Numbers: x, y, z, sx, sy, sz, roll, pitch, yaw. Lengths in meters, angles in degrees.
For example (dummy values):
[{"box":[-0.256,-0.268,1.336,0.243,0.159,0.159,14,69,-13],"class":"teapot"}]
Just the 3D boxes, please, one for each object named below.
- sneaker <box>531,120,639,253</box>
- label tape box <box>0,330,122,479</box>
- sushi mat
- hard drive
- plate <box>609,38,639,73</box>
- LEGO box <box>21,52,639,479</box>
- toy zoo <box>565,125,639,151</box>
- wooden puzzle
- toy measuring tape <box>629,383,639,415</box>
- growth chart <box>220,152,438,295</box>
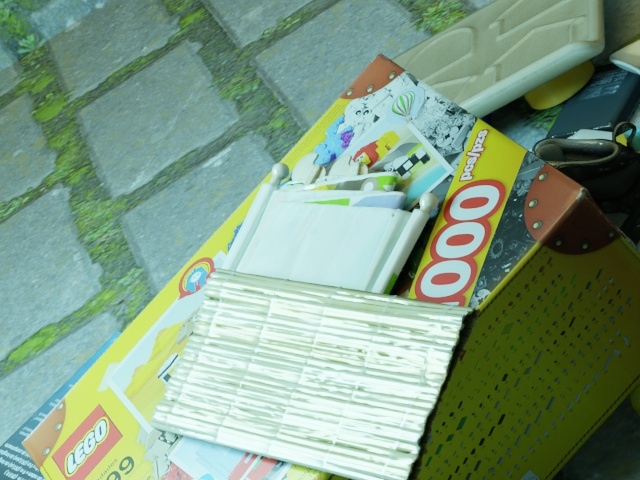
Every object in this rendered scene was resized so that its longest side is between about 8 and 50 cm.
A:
[{"box":[0.226,-0.010,1.878,0.268,0.153,0.101,-33,25,-1],"class":"sneaker"},{"box":[-0.249,0.257,2.008,0.334,0.106,0.241,-45,27,-21],"class":"label tape box"},{"box":[-0.014,0.105,1.521,0.316,0.019,0.151,7,73,47],"class":"sushi mat"},{"box":[0.323,-0.159,2.178,0.094,0.022,0.135,-9,34,41],"class":"hard drive"},{"box":[0.466,-0.232,2.049,0.278,0.045,0.277,-26,11,3],"class":"plate"},{"box":[0.020,0.124,1.670,0.500,0.193,0.372,-48,35,-1],"class":"LEGO box"},{"box":[0.231,-0.040,2.029,0.293,0.030,0.192,-33,15,0],"class":"toy zoo"},{"box":[0.215,-0.208,2.310,0.322,0.080,0.348,-28,20,23],"class":"wooden puzzle"},{"box":[0.322,0.036,1.735,0.121,0.121,0.330,-16,30,31],"class":"toy measuring tape"},{"box":[0.000,0.000,1.624,0.237,0.021,0.172,11,63,51],"class":"growth chart"}]
